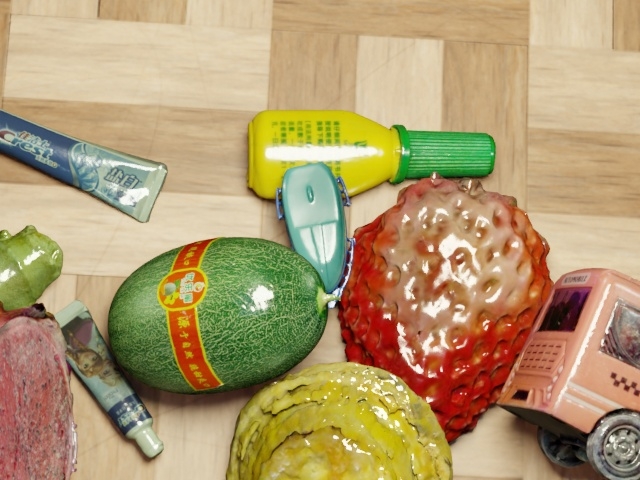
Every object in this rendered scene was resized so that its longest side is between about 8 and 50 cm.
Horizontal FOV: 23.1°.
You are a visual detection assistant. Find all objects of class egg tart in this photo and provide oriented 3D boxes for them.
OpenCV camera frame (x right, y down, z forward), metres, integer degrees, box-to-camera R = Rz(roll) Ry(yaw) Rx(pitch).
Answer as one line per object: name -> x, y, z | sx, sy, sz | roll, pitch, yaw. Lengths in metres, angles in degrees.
egg tart -> 0.012, 0.286, 1.779 | 0.294, 0.123, 0.294 | 2, 97, 13

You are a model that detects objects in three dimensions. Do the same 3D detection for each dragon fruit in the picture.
dragon fruit -> -0.437, 0.220, 1.756 | 0.262, 0.314, 0.296 | -6, 104, 12

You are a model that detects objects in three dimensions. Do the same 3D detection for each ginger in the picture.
ginger -> -0.456, 0.039, 1.871 | 0.289, 0.089, 0.137 | 5, 69, 0

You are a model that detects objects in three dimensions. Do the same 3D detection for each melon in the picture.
melon -> -0.111, 0.085, 1.810 | 0.287, 0.182, 0.182 | -13, 77, 19

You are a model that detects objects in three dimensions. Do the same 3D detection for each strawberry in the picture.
strawberry -> 0.144, 0.088, 1.860 | 0.265, 0.149, 0.336 | 18, 78, 0

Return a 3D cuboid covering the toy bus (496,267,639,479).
toy bus -> 0.437, 0.203, 1.788 | 0.426, 0.203, 0.233 | 25, 83, -10

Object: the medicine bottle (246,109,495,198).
medicine bottle -> 0.063, -0.106, 1.936 | 0.308, 0.076, 0.111 | 0, 86, -3

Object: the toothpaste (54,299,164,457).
toothpaste -> -0.256, 0.170, 1.878 | 0.062, 0.037, 0.216 | -34, 76, -9

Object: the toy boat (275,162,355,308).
toy boat -> 0.000, 0.000, 1.890 | 0.091, 0.110, 0.175 | -10, 76, 1

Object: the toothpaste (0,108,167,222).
toothpaste -> -0.323, -0.106, 1.934 | 0.268, 0.047, 0.069 | 23, 64, -1
